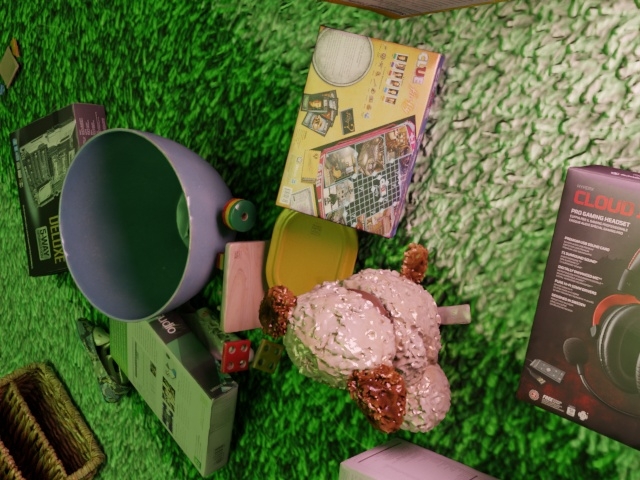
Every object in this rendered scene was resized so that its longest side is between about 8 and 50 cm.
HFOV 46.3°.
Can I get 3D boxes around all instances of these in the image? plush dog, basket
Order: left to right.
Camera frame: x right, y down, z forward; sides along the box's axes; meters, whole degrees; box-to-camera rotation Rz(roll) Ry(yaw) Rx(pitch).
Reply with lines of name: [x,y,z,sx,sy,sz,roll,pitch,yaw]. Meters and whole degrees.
basket: [-0.637,0.437,1.567,0.299,0.213,0.223,49,123,25]
plush dog: [0.050,0.114,0.925,0.262,0.225,0.210,33,113,22]

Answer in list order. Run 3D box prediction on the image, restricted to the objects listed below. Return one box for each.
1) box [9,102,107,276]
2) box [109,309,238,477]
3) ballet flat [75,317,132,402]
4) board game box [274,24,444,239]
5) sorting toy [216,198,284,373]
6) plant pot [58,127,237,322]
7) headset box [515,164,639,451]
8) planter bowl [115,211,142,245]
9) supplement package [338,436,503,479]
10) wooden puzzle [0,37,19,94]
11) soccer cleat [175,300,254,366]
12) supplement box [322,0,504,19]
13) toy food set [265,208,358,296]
box: [-0.506,-0.093,1.492,0.242,0.076,0.307,-11,87,39]
box: [-0.262,0.218,1.284,0.322,0.058,0.232,42,140,28]
ballet flat: [-0.420,0.225,1.471,0.070,0.070,0.188,-39,72,36]
board game box: [0.050,-0.141,0.983,0.165,0.042,0.243,17,100,12]
sorting toy: [-0.101,0.071,1.131,0.046,0.132,0.274,15,104,46]
plant pot: [-0.244,-0.028,1.191,0.290,0.195,0.290,4,97,34]
headset box: [0.347,0.057,0.762,0.218,0.110,0.293,20,107,38]
planter bowl: [-0.376,-0.018,1.326,0.217,0.090,0.217,0,90,15]
supplement package: [0.152,0.365,0.939,0.244,0.139,0.134,13,101,39]
wooden puzzle: [-0.692,-0.385,1.664,0.116,0.014,0.078,-39,65,35]
soccer cleat: [-0.185,0.154,1.255,0.196,0.068,0.076,17,102,41]
supplement box: [0.169,-0.374,0.815,0.356,0.194,0.195,4,97,40]
toy food set: [0.000,0.000,1.088,0.128,0.071,0.218,19,110,13]
